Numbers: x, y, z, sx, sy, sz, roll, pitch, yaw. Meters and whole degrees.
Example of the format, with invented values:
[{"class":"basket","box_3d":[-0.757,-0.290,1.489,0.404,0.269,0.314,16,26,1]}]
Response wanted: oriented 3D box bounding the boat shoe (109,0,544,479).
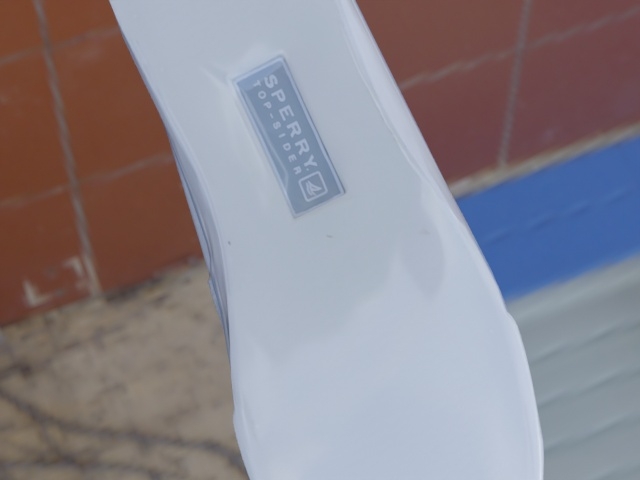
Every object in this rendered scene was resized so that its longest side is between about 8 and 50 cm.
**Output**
[{"class":"boat shoe","box_3d":[0.000,0.000,0.440,0.066,0.184,0.063,-28,173,8]}]
